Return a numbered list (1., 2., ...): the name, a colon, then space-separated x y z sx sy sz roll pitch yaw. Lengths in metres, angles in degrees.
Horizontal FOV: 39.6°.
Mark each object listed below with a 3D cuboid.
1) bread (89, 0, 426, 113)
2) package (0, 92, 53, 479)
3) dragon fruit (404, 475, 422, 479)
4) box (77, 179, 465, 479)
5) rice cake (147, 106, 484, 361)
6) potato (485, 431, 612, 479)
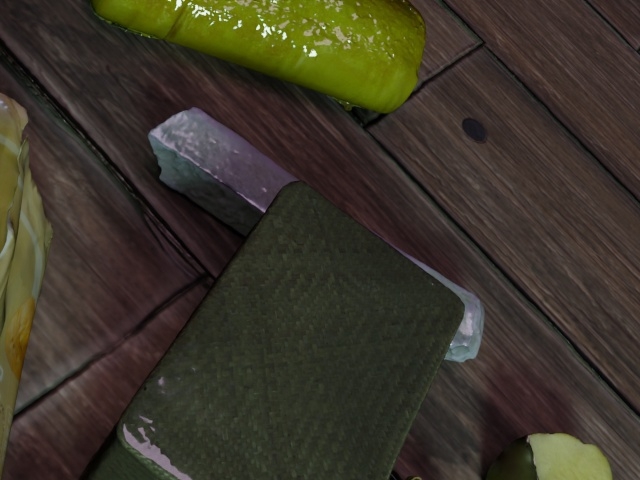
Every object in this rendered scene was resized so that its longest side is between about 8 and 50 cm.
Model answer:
1. bread: -0.055 -0.257 0.934 0.383 0.112 0.166 16 52 -21
2. package: -0.250 0.067 0.533 0.221 0.165 0.311 34 44 -37
3. dragon fruit: 0.088 0.238 0.720 0.060 0.056 0.083 20 50 -17
4. box: -0.030 0.117 0.676 0.184 0.143 0.273 36 49 -5
5. rice cake: 0.000 0.000 0.829 0.365 0.056 0.073 33 54 -8
6. potato: 0.206 0.223 0.795 0.103 0.066 0.096 9 69 -31
